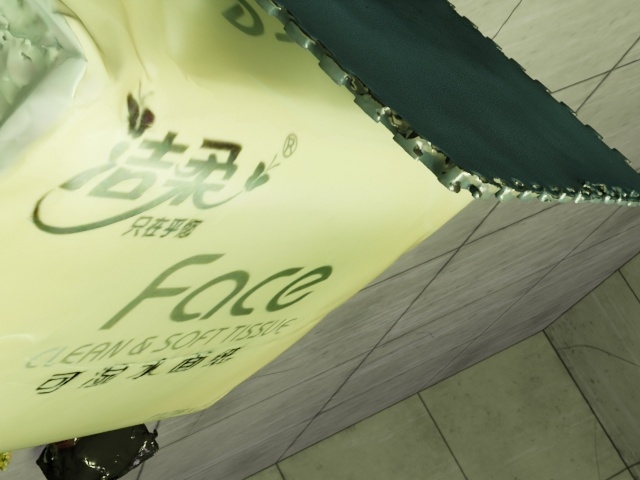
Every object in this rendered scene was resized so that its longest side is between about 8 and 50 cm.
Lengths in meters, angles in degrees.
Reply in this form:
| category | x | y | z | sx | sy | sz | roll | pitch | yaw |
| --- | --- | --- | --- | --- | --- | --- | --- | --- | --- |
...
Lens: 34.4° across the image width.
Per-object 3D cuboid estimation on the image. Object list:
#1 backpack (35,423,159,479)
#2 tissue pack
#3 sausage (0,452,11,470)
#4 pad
| category | x | y | z | sx | sy | sz | roll | pitch | yaw |
| --- | --- | --- | --- | --- | --- | --- | --- | --- | --- |
| backpack | -0.310 | 0.281 | 1.378 | 0.165 | 0.106 | 0.120 | -22 | -165 | 40 |
| tissue pack | -0.129 | -0.026 | 0.566 | 0.332 | 0.205 | 0.405 | -40 | 162 | 24 |
| sausage | -0.407 | 0.178 | 0.810 | 0.347 | 0.123 | 0.123 | 6 | 143 | -46 |
| pad | 0.034 | -0.108 | 0.494 | 0.012 | 0.269 | 0.270 | -52 | 154 | 22 |
